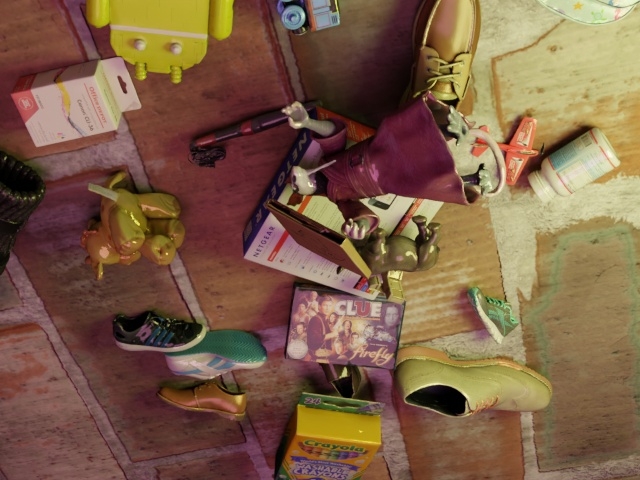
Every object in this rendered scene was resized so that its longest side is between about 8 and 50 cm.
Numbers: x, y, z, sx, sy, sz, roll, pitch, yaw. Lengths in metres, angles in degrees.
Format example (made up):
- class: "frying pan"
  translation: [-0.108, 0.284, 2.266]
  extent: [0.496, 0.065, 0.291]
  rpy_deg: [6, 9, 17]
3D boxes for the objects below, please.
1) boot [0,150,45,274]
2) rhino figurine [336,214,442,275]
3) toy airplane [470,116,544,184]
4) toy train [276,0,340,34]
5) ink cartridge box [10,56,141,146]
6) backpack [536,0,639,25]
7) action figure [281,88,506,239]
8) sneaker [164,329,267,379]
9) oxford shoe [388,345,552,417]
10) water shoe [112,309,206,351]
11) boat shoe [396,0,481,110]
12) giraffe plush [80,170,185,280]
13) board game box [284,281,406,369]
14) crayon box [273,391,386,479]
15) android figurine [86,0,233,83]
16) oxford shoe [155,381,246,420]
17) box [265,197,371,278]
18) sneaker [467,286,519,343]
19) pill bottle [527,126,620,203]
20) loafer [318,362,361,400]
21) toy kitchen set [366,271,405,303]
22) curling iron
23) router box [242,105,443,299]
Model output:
- class: "boot"
  translation: [-0.719, -0.075, 1.746]
  extent: [0.347, 0.131, 0.260]
  rpy_deg: [14, 133, -26]
- class: "rhino figurine"
  translation: [0.112, 0.018, 1.766]
  extent: [0.243, 0.073, 0.106]
  rpy_deg: [-4, 117, 7]
- class: "toy airplane"
  translation: [0.356, -0.176, 1.773]
  extent: [0.151, 0.028, 0.151]
  rpy_deg: [-1, 126, -1]
- class: "toy train"
  translation: [-0.030, -0.433, 1.536]
  extent: [0.105, 0.080, 0.184]
  rpy_deg: [-15, 125, -2]
- class: "ink cartridge box"
  translation: [-0.436, -0.250, 1.664]
  extent: [0.198, 0.067, 0.115]
  rpy_deg: [-12, 127, 7]
- class: "backpack"
  translation: [0.442, -0.470, 1.462]
  extent: [0.225, 0.191, 0.253]
  rpy_deg: [20, 129, -17]
- class: "action figure"
  translation: [0.096, -0.141, 1.602]
  extent: [0.370, 0.275, 0.248]
  rpy_deg: [-12, 94, 32]
- class: "sneaker"
  translation: [-0.230, 0.258, 2.060]
  extent: [0.228, 0.087, 0.092]
  rpy_deg: [1, 135, 6]
- class: "oxford shoe"
  translation: [0.348, 0.354, 2.105]
  extent: [0.396, 0.147, 0.141]
  rpy_deg: [9, 124, -10]
- class: "water shoe"
  translation: [-0.352, 0.194, 2.006]
  extent: [0.203, 0.073, 0.080]
  rpy_deg: [-5, 125, 2]
- class: "boat shoe"
  translation: [0.214, -0.288, 1.624]
  extent: [0.122, 0.120, 0.324]
  rpy_deg: [4, 128, -5]
- class: "giraffe plush"
  translation: [-0.390, -0.009, 1.802]
  extent: [0.210, 0.181, 0.170]
  rpy_deg: [32, 128, -14]
- class: "board game box"
  translation: [0.052, 0.185, 1.994]
  extent: [0.243, 0.042, 0.165]
  rpy_deg: [6, 103, -7]
- class: "crayon box"
  translation: [0.018, 0.484, 2.191]
  extent: [0.203, 0.083, 0.323]
  rpy_deg: [9, 140, -9]
- class: "android figurine"
  translation: [-0.272, -0.394, 1.570]
  extent: [0.248, 0.056, 0.273]
  rpy_deg: [6, 125, -7]
- class: "oxford shoe"
  translation: [-0.275, 0.360, 2.152]
  extent: [0.212, 0.076, 0.076]
  rpy_deg: [11, 96, -8]
- class: "box"
  translation: [0.000, 0.000, 1.661]
  extent: [0.164, 0.021, 0.201]
  rpy_deg: [28, 170, 23]
- class: "sneaker"
  translation: [0.377, 0.149, 2.015]
  extent: [0.076, 0.065, 0.166]
  rpy_deg: [-35, 126, 3]
- class: "pill bottle"
  translation: [0.482, -0.140, 1.769]
  extent: [0.160, 0.087, 0.087]
  rpy_deg: [-33, 122, 22]
- class: "loafer"
  translation: [0.039, 0.277, 2.079]
  extent: [0.080, 0.078, 0.220]
  rpy_deg: [-22, 125, 14]
- class: "toy kitchen set"
  translation: [0.137, 0.066, 1.810]
  extent: [0.068, 0.083, 0.075]
  rpy_deg: [15, 125, -19]
- class: "curling iron"
  translation: [-0.124, -0.207, 1.733]
  extent: [0.274, 0.035, 0.068]
  rpy_deg: [-24, 146, 10]
- class: "router box"
  translation: [0.051, -0.062, 1.804]
  extent: [0.301, 0.082, 0.335]
  rpy_deg: [20, 125, -21]
